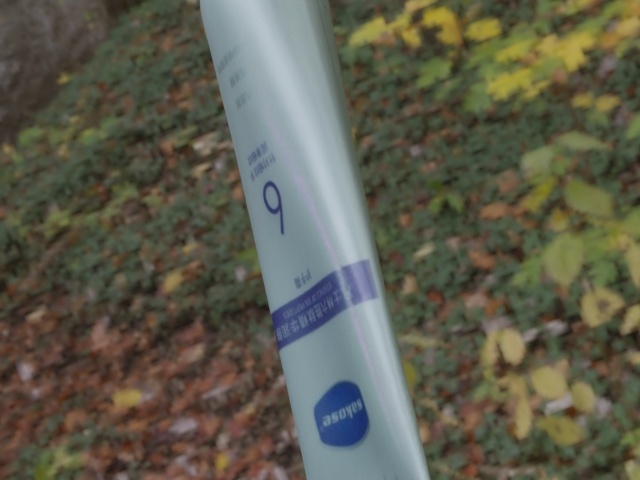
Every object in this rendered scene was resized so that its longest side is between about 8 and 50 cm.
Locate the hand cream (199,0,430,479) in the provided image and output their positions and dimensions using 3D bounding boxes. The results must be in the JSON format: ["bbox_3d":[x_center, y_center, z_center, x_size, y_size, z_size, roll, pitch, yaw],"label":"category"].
[{"bbox_3d":[0.000,0.000,0.726,0.067,0.320,0.109,-4,-17,-32],"label":"hand cream"}]
